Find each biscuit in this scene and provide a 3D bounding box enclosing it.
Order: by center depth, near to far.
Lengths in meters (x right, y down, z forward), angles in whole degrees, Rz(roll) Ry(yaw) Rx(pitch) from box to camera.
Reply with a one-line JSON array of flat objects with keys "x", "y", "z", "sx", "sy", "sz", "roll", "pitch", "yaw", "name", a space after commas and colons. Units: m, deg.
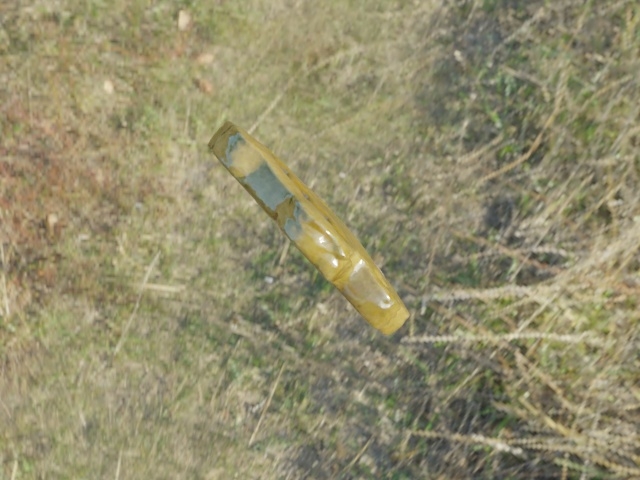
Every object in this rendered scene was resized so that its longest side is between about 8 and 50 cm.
[{"x": 0.002, "y": -0.002, "z": 0.814, "sx": 0.035, "sy": 0.249, "sz": 0.184, "roll": -42, "pitch": 63, "yaw": 0, "name": "biscuit"}]
